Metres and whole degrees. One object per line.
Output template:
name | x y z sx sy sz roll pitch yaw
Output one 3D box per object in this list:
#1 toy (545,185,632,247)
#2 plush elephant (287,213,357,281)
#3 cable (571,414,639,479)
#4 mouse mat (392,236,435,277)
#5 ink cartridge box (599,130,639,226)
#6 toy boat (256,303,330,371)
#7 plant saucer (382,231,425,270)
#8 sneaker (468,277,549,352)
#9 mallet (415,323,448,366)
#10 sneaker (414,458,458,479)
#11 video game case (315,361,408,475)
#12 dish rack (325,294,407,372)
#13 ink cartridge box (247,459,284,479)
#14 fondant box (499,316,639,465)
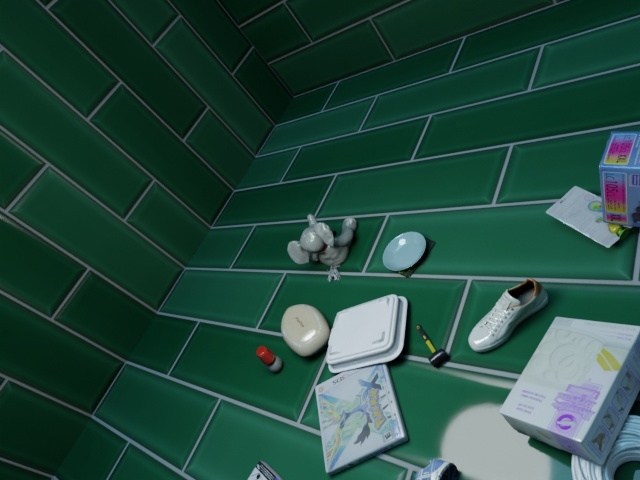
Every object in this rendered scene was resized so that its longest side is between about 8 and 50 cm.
toy | 0.870 -0.069 1.514 0.137 0.056 0.237 -41 39 -1
plush elephant | 0.000 0.000 2.152 0.271 0.255 0.330 -26 39 25
cable | 0.699 0.525 1.037 0.257 0.089 0.257 -52 34 -13
mouse mat | 0.368 0.058 1.938 0.190 0.007 0.152 -52 35 -9
ink cartridge box | 0.987 -0.150 1.260 0.395 0.270 0.151 10 62 39
toy boat | -0.111 0.413 1.957 0.318 0.148 0.267 -37 39 -3
plant saucer | 0.347 0.051 1.926 0.194 0.037 0.195 -26 39 23
sneaker | 0.563 0.222 1.466 0.290 0.123 0.106 -43 36 4
mallet | 0.376 0.344 1.607 0.062 0.039 0.190 -36 31 14
sneaker | 0.286 0.688 1.288 0.211 0.080 0.081 -35 15 -26
video game case | 0.125 0.580 1.610 0.299 0.036 0.329 -33 36 17
dish rack | 0.159 0.335 1.765 0.332 0.072 0.286 -25 33 34
ink cartridge box | -0.169 0.853 1.615 0.207 0.046 0.097 15 66 51
fondant box | 0.641 0.354 1.182 0.330 0.096 0.238 -50 17 -19
